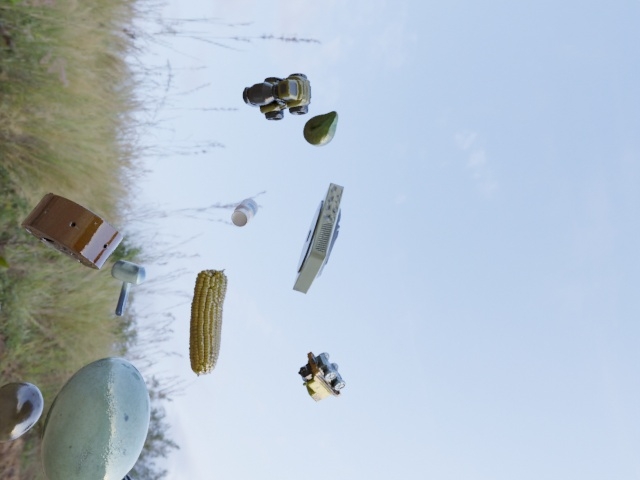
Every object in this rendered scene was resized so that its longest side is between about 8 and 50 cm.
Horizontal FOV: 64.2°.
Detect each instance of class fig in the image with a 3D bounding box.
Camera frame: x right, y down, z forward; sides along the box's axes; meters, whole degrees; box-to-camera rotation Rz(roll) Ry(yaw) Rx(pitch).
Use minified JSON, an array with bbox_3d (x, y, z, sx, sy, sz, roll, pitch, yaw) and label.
[{"bbox_3d":[0.009,-0.441,1.981,0.156,0.123,0.123,-47,-113,42],"label":"fig"}]

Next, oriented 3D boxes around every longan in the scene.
[{"bbox_3d":[-0.566,0.315,0.937,0.113,0.092,0.113,-46,-153,31],"label":"longan"}]

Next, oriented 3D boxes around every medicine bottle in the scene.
[{"bbox_3d":[-0.195,-0.072,1.316,0.052,0.089,0.052,4,-65,9],"label":"medicine bottle"}]

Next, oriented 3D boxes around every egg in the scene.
[{"bbox_3d":[-0.389,0.324,0.893,0.169,0.169,0.236,-24,-132,51],"label":"egg"}]

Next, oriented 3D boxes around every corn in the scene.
[{"bbox_3d":[-0.328,0.232,1.472,0.102,0.102,0.313,-27,-125,51],"label":"corn"}]

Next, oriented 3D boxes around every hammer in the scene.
[{"bbox_3d":[-0.679,0.170,1.768,0.116,0.069,0.194,16,-83,5],"label":"hammer"}]

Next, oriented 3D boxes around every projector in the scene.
[{"bbox_3d":[0.000,0.000,1.504,0.259,0.079,0.257,115,-9,-58],"label":"projector"}]

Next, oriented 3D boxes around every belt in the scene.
[{"bbox_3d":[-0.682,-0.026,1.405,0.338,0.122,0.217,9,-28,45],"label":"belt"}]

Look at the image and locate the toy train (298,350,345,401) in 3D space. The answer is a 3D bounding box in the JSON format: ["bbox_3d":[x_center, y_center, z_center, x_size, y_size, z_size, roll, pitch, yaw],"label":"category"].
[{"bbox_3d":[0.000,0.441,1.640,0.219,0.127,0.089,56,4,-42],"label":"toy train"}]

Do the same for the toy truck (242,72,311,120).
[{"bbox_3d":[-0.152,-0.516,1.803,0.224,0.165,0.147,0,-88,33],"label":"toy truck"}]

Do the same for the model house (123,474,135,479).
[{"bbox_3d":[-0.474,0.697,1.234,0.194,0.170,0.211,29,-16,48],"label":"model house"}]
